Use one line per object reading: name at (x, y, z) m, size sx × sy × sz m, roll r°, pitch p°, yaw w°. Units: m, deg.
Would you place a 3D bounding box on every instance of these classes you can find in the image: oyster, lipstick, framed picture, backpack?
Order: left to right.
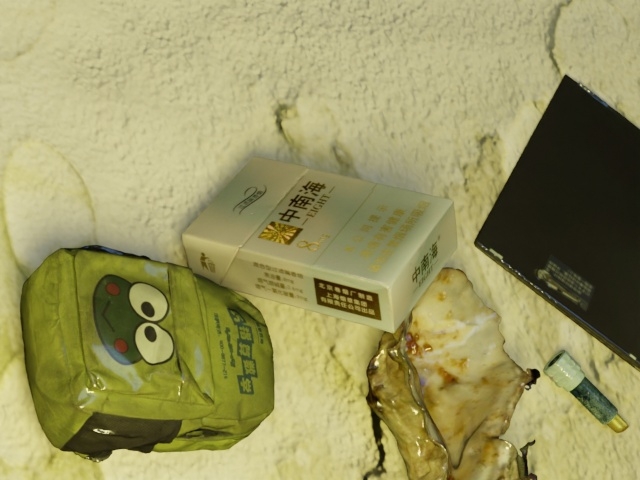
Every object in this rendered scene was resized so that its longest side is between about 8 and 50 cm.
backpack at (-0.165, 0.114, 1.856) m, size 0.253 × 0.140 × 0.207 m, roll 10°, pitch 55°, yaw -34°
oyster at (0.140, 0.179, 2.001) m, size 0.197 × 0.133 × 0.337 m, roll 11°, pitch 54°, yaw -30°
lipstick at (0.301, 0.175, 2.172) m, size 0.116 × 0.037 × 0.037 m, roll 46°, pitch 48°, yaw -4°
framed picture at (0.343, -0.027, 2.344) m, size 0.255 × 0.014 × 0.339 m, roll 37°, pitch 48°, yaw -5°

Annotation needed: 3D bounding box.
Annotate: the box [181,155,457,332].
box at (0.000, 0.000, 1.988) m, size 0.243 × 0.067 × 0.155 m, roll 13°, pitch 40°, yaw 25°
